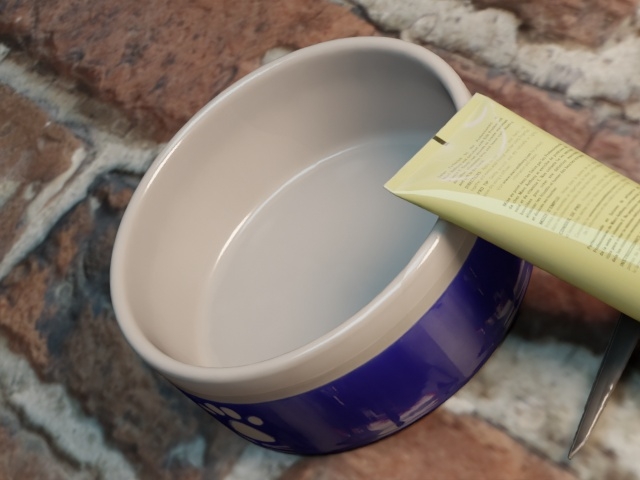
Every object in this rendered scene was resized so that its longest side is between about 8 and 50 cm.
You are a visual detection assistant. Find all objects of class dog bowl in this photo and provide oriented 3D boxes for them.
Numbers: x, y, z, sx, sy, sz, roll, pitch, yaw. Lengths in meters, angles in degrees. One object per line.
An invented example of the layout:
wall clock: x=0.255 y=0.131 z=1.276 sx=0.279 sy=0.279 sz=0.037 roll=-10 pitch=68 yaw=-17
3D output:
dog bowl: x=0.000 y=0.000 z=0.827 sx=0.265 sy=0.104 sz=0.265 roll=-20 pitch=45 yaw=22

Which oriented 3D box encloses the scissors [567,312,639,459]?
scissors: x=0.201 y=-0.008 z=0.750 sx=0.297 sy=0.021 sz=0.109 roll=-51 pitch=42 yaw=-10

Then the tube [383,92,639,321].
tube: x=0.157 y=-0.001 z=0.678 sx=0.240 sy=0.070 sz=0.062 roll=31 pitch=107 yaw=22
